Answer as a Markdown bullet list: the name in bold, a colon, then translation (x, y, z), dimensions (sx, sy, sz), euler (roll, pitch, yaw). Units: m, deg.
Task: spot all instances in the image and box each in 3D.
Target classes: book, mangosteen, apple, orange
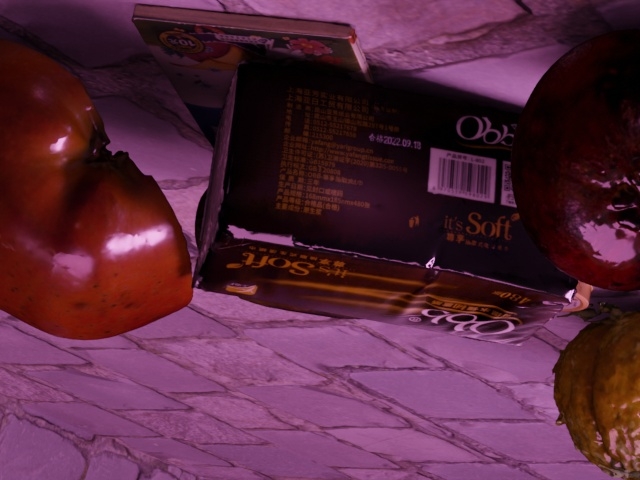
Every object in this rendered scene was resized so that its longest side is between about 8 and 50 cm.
- **book**: translation (-0.045, -0.152, 1.779), dimensions (0.228, 0.018, 0.322), euler (7, 161, 16)
- **mangosteen**: translation (0.283, -0.078, 1.523), dimensions (0.235, 0.235, 0.261), euler (13, -159, -1)
- **apple**: translation (-0.277, -0.050, 1.807), dimensions (0.329, 0.295, 0.365), euler (11, 170, -14)
- **orange**: translation (0.442, 0.212, 2.203), dimensions (0.300, 0.223, 0.301), euler (7, 164, 19)

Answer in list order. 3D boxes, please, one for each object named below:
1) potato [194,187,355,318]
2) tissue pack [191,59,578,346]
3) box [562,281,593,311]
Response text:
- **potato**: translation (0.000, 0.000, 1.935), dimensions (0.307, 0.173, 0.210), euler (12, 174, -18)
- **tissue pack**: translation (0.074, -0.038, 1.718), dimensions (0.370, 0.210, 0.198), euler (11, 154, -8)
- **box**: translation (0.287, 0.056, 2.139), dimensions (0.105, 0.037, 0.105), euler (12, 162, 4)
